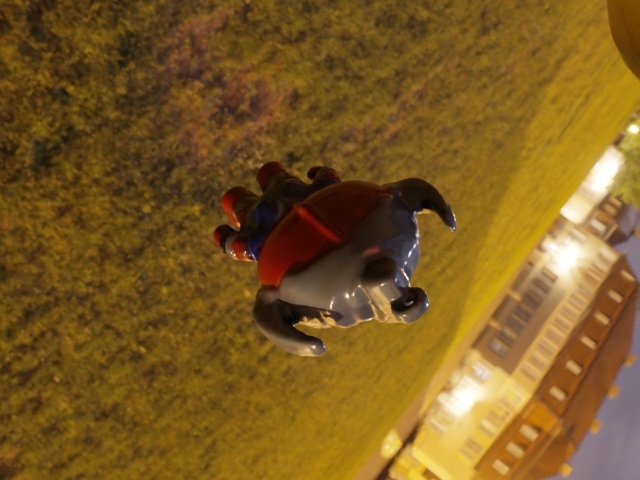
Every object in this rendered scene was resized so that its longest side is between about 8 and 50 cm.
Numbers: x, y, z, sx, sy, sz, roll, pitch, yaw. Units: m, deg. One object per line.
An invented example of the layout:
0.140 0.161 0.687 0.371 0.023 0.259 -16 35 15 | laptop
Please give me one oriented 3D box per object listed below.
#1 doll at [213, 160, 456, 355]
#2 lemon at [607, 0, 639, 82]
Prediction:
0.000 0.001 0.448 0.104 0.195 0.062 -21 116 -19 | doll
0.473 -0.286 0.972 0.297 0.297 0.297 -49 168 -14 | lemon
